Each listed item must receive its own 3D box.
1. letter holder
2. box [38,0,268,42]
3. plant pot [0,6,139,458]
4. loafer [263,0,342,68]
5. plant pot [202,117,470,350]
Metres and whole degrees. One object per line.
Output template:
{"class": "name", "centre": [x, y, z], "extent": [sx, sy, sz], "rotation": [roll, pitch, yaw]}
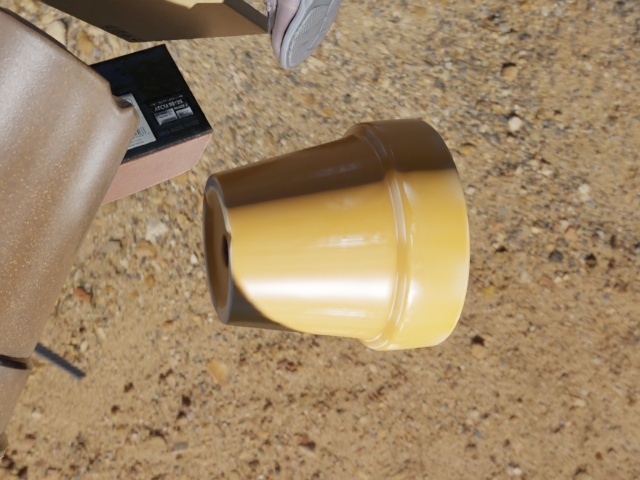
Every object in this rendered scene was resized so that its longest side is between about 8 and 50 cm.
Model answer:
{"class": "letter holder", "centre": [-0.335, -0.118, 1.186], "extent": [0.301, 0.214, 0.152], "rotation": [-24, 78, -29]}
{"class": "box", "centre": [-0.158, -0.224, 0.815], "extent": [0.164, 0.201, 0.021], "rotation": [0, 90, 16]}
{"class": "plant pot", "centre": [-0.172, -0.015, 0.372], "extent": [0.167, 0.167, 0.165], "rotation": [32, 80, -20]}
{"class": "loafer", "centre": [-0.025, -0.349, 1.121], "extent": [0.109, 0.302, 0.095], "rotation": [-40, 79, -24]}
{"class": "plant pot", "centre": [0.000, 0.000, 0.743], "extent": [0.187, 0.205, 0.205], "rotation": [-5, 108, -17]}
